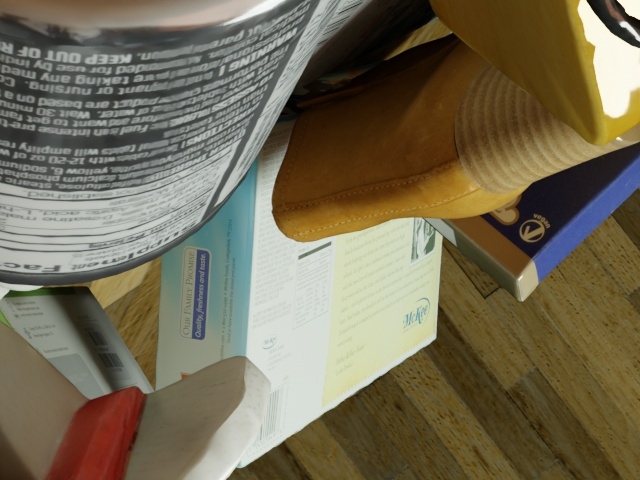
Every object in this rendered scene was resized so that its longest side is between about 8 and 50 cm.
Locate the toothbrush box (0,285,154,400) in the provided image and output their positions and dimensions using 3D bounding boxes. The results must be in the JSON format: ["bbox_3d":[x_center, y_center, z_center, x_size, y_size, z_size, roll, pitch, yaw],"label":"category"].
[{"bbox_3d":[-0.236,0.148,1.065,0.283,0.122,0.206,-34,175,7],"label":"toothbrush box"}]

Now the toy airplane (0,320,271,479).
[{"bbox_3d":[-0.101,0.199,0.771,0.386,0.384,0.272,-6,176,-43],"label":"toy airplane"}]

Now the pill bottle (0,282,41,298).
[{"bbox_3d":[-0.116,-0.022,0.798,0.120,0.067,0.067,-39,174,22],"label":"pill bottle"}]

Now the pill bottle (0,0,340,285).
[{"bbox_3d":[-0.064,-0.065,0.466,0.130,0.130,0.246,-35,174,-19],"label":"pill bottle"}]

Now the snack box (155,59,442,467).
[{"bbox_3d":[0.000,0.000,1.163,0.060,0.187,0.322,9,-167,21],"label":"snack box"}]

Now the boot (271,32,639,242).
[{"bbox_3d":[0.104,-0.103,1.023,0.211,0.104,0.295,-14,-158,38],"label":"boot"}]

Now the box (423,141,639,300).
[{"bbox_3d":[0.142,-0.087,1.088,0.225,0.136,0.036,-42,152,-12],"label":"box"}]

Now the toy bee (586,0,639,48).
[{"bbox_3d":[0.038,-0.190,0.187,0.195,0.162,0.298,7,131,-36],"label":"toy bee"}]

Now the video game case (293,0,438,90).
[{"bbox_3d":[0.105,-0.194,0.932,0.300,0.036,0.329,-31,171,-47],"label":"video game case"}]

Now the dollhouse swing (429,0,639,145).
[{"bbox_3d":[0.216,-0.137,0.430,0.347,0.305,0.315,-33,145,-5],"label":"dollhouse swing"}]
